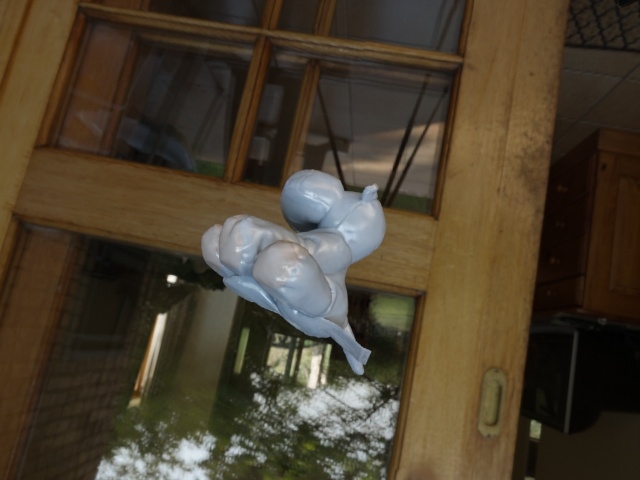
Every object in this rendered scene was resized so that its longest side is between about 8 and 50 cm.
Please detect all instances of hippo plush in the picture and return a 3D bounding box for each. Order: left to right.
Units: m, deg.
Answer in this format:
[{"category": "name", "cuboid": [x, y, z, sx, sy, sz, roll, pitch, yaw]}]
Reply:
[{"category": "hippo plush", "cuboid": [0.000, 0.000, 0.732, 0.294, 0.237, 0.234, 30, 160, 13]}]

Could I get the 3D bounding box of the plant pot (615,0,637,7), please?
[{"category": "plant pot", "cuboid": [0.547, -0.506, 0.760, 0.187, 0.188, 0.167, 50, 177, -19]}]
